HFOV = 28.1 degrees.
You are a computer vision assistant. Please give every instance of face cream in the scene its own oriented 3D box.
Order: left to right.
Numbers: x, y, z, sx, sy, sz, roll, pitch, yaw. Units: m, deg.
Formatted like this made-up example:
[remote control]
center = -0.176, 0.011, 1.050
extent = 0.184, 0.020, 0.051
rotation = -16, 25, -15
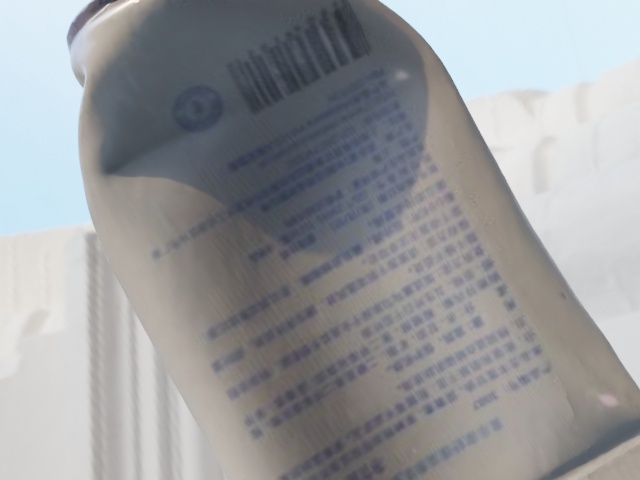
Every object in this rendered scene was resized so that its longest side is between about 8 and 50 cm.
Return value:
[face cream]
center = 0.000, 0.000, 0.708
extent = 0.420, 0.235, 0.137
rotation = 60, 178, 7
